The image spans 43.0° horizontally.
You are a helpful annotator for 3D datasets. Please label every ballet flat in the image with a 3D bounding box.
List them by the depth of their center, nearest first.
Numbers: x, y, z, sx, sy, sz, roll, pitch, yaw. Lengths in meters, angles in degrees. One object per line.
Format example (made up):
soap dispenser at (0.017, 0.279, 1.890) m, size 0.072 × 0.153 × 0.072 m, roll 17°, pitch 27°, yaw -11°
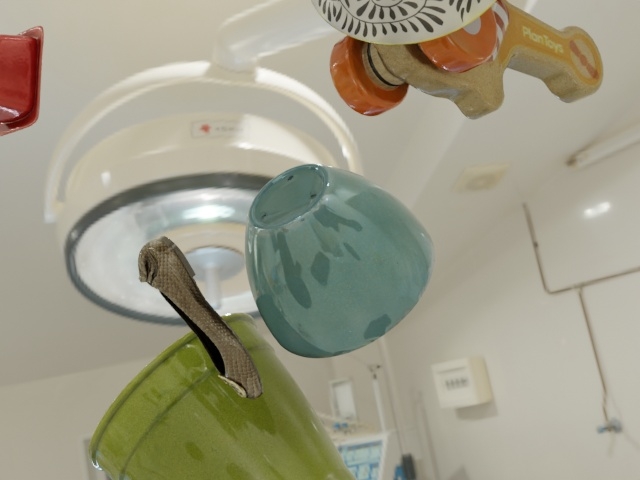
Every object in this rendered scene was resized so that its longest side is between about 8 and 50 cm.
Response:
ballet flat at (-0.155, 0.109, 1.032) m, size 0.058 × 0.250 × 0.084 m, roll -39°, pitch 19°, yaw -27°

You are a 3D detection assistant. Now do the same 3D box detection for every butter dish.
butter dish at (-0.509, -0.254, 1.257) m, size 0.118 × 0.160 × 0.160 m, roll 8°, pitch -8°, yaw -44°

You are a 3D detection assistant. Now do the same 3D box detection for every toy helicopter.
toy helicopter at (0.170, -0.231, 0.827) m, size 0.354 × 0.235 × 0.140 m, roll 10°, pitch -20°, yaw -38°

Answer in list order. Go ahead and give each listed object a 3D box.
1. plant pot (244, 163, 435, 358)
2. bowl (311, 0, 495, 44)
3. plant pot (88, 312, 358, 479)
plant pot at (0.000, 0.000, 1.214) m, size 0.290 × 0.290 × 0.195 m, roll -16°, pitch -51°, yaw 24°
bowl at (0.062, -0.241, 0.617) m, size 0.170 × 0.170 × 0.080 m, roll -13°, pitch -27°, yaw 8°
plant pot at (-0.132, 0.375, 1.361) m, size 0.366 × 0.353 × 0.366 m, roll -40°, pitch -22°, yaw -19°
